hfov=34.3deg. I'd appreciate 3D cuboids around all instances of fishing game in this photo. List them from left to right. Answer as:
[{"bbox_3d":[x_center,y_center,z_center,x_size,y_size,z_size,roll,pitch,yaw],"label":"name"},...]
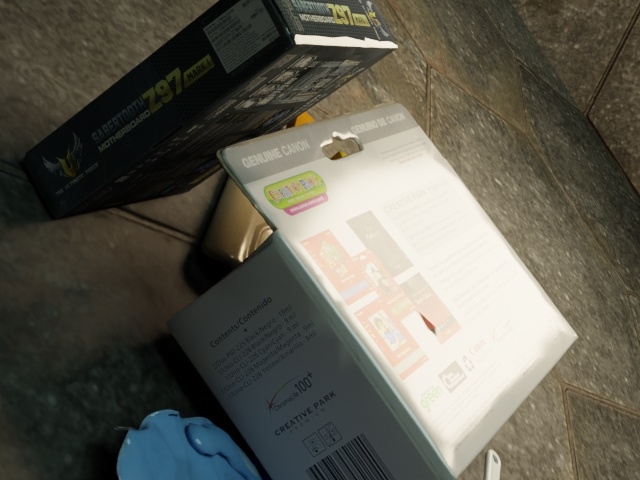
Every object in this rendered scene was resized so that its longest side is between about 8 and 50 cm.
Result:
[{"bbox_3d":[-0.073,0.194,0.655,0.189,0.041,0.264,58,18,4],"label":"fishing game"}]

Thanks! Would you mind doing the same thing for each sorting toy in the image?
[{"bbox_3d":[0.000,0.000,1.006,0.229,0.041,0.307,41,29,-18],"label":"sorting toy"}]

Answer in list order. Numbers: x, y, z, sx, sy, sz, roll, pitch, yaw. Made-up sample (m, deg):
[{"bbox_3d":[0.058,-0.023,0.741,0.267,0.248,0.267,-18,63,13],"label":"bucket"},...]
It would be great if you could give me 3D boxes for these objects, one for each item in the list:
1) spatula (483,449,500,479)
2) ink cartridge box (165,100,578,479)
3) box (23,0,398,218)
[{"bbox_3d":[0.165,0.276,0.811,0.168,0.019,0.242,48,27,-12],"label":"spatula"},{"bbox_3d":[0.039,0.045,0.829,0.272,0.130,0.309,55,31,7],"label":"ink cartridge box"},{"bbox_3d":[-0.077,-0.104,0.767,0.059,0.232,0.183,62,27,5],"label":"box"}]
